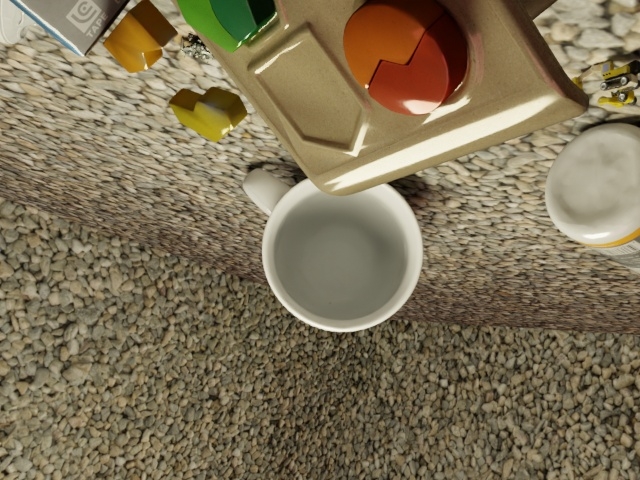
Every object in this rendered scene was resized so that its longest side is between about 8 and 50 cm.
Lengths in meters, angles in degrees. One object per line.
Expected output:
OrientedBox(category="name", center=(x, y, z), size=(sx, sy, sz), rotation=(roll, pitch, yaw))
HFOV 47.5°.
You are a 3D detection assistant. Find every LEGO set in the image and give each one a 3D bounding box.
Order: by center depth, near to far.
OrientedBox(category="LEGO set", center=(-0.146, -0.240, 0.915), size=(0.054, 0.024, 0.083), rotation=(22, 163, -40))

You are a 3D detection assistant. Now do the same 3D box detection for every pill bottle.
OrientedBox(category="pill bottle", center=(0.445, -0.039, 0.989), size=(0.278, 0.162, 0.162), rotation=(20, 164, -38))

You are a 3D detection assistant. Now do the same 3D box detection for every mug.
OrientedBox(category="mug", center=(0.000, 0.000, 1.386), size=(0.374, 0.276, 0.328), rotation=(41, 175, 3))

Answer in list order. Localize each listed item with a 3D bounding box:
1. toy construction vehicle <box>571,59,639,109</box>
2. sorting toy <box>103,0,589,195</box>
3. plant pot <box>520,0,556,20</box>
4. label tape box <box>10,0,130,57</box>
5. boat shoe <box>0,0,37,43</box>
OrientedBox(category="toy construction vehicle", center=(0.338, -0.173, 0.796), size=(0.085, 0.035, 0.098), rotation=(6, 174, -30))
OrientedBox(category="sorting toy", center=(-0.030, -0.112, 0.426), size=(0.229, 0.041, 0.307), rotation=(48, 150, -17))
OrientedBox(category="plant pot", center=(0.077, -0.198, 0.407), size=(0.215, 0.216, 0.230), rotation=(17, 174, -26))
OrientedBox(category="label tape box", center=(-0.278, -0.282, 0.433), size=(0.240, 0.106, 0.333), rotation=(39, 180, 25))
OrientedBox(category="boat shoe", center=(-0.345, -0.279, 0.846), size=(0.063, 0.066, 0.184), rotation=(16, 157, -16))
